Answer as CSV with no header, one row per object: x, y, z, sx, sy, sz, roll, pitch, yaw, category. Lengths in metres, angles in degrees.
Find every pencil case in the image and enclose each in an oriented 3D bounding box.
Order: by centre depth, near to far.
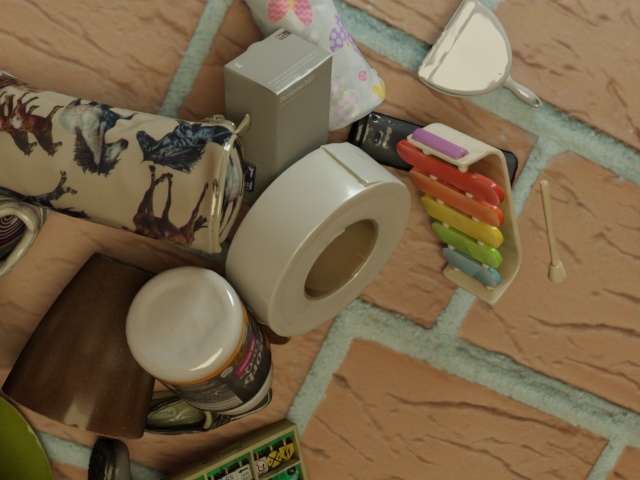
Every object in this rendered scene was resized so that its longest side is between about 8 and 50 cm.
-0.296,-0.116,1.382,0.410,0.160,0.184,14,74,8,pencil case
-0.011,-0.291,1.486,0.124,0.113,0.273,-34,111,-6,pencil case

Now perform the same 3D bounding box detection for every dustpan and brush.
0.264,-0.261,1.594,0.211,0.060,0.147,32,99,-13,dustpan and brush

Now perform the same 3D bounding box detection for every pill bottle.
-0.159,0.154,1.474,0.162,0.278,0.162,-4,68,10,pill bottle

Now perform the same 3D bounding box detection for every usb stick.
0.178,-0.134,1.612,0.278,0.045,0.077,15,104,-16,usb stick

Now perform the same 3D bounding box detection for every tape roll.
0.000,0.000,1.495,0.286,0.100,0.286,-36,152,-23,tape roll

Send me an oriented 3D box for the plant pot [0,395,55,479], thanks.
-0.585,0.396,1.510,0.293,0.275,0.275,-26,111,12,plant pot

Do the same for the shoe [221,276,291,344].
-0.142,0.097,1.609,0.219,0.076,0.058,24,58,-17,shoe

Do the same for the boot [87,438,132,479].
-0.256,0.455,1.676,0.222,0.118,0.338,-5,115,-18,boot

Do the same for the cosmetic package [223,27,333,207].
-0.060,-0.159,1.448,0.127,0.107,0.238,-43,154,-33,cosmetic package

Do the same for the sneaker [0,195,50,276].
-0.514,0.028,1.451,0.305,0.152,0.114,-39,113,3,sneaker

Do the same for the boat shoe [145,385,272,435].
-0.181,0.269,1.639,0.223,0.073,0.080,-8,108,-10,boat shoe

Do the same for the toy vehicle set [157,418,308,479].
-0.140,0.415,1.658,0.266,0.035,0.166,-22,109,-29,toy vehicle set

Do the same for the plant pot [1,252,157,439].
-0.320,0.143,1.517,0.215,0.215,0.230,22,87,-18,plant pot

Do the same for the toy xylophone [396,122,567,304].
0.241,-0.037,1.539,0.081,0.236,0.323,-40,128,-20,toy xylophone
